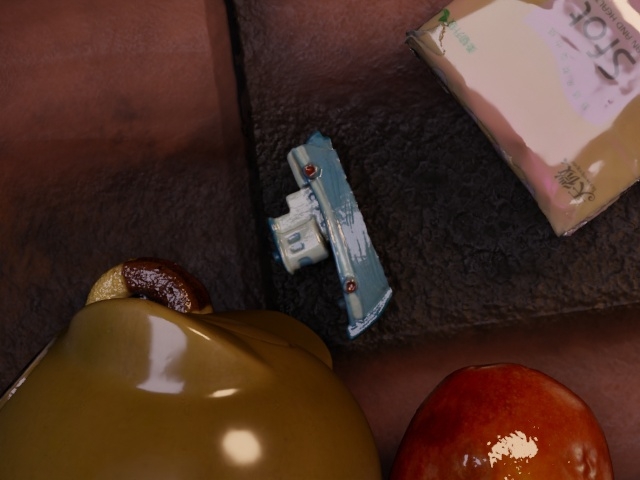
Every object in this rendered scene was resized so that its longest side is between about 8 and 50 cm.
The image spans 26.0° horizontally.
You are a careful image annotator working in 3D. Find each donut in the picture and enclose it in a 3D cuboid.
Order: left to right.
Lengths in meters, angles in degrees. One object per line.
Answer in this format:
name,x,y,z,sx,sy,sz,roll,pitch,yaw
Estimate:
donut,-0.188,0.083,1.487,0.140,0.059,0.140,-1,86,12

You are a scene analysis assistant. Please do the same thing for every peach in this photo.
peach,0.163,0.234,1.310,0.199,0.243,0.243,-17,83,55

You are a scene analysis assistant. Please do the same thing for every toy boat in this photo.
toy boat,0.000,0.000,1.422,0.102,0.088,0.215,-23,81,3

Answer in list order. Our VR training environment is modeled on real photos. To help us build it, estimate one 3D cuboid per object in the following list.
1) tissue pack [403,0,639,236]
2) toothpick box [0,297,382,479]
tissue pack,0.241,-0.163,1.353,0.215,0.123,0.256,-39,87,8
toothpick box,-0.145,0.267,1.293,0.409,0.409,0.425,12,90,14
